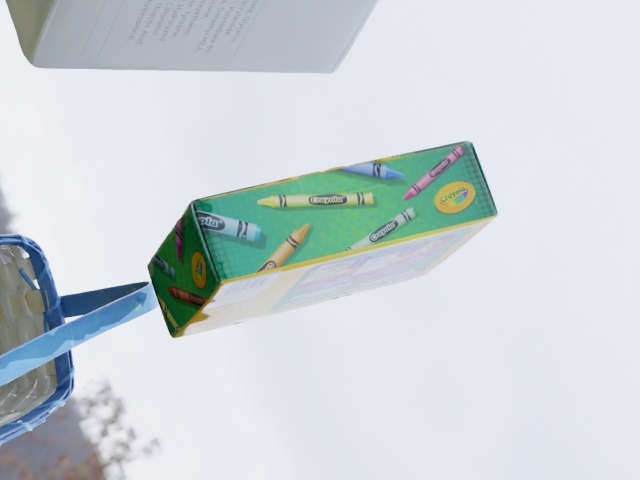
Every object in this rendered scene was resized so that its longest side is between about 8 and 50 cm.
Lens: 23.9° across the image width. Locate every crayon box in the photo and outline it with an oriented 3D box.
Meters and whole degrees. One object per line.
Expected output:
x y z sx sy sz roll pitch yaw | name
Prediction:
0.000 0.000 1.367 0.165 0.278 0.081 -46 -119 62 | crayon box

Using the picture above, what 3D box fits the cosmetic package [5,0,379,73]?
-0.062 -0.188 0.763 0.151 0.183 0.151 -55 -132 43 | cosmetic package

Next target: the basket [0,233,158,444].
-0.329 0.101 1.429 0.289 0.255 0.201 -4 -78 36 | basket
